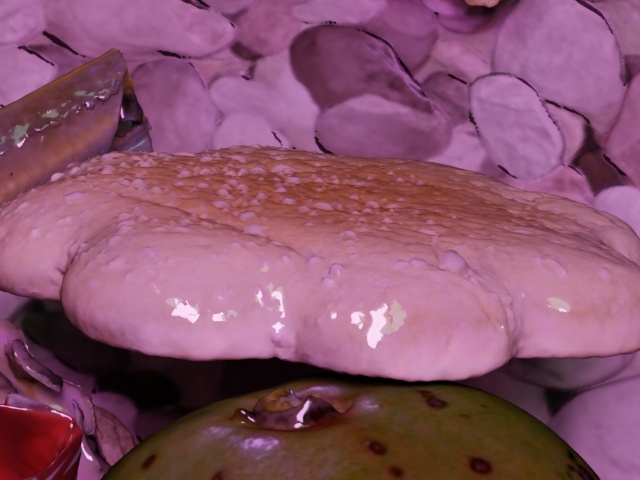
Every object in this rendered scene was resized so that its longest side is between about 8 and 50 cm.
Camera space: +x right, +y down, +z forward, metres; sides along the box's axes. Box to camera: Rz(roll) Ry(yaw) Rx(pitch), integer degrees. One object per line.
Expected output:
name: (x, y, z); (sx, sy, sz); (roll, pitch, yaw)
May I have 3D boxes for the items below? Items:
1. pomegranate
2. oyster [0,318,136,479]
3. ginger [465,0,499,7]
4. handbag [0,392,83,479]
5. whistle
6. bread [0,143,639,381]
pomegranate: (0.018, 0.176, 0.697); (0.254, 0.270, 0.254); (-16, 27, 8)
oyster: (-0.161, 0.093, 0.809); (0.209, 0.072, 0.133); (12, 88, 12)
ginger: (0.074, -0.219, 1.016); (0.157, 0.102, 0.216); (33, 41, -9)
handbag: (-0.229, 0.150, 0.648); (0.298, 0.171, 0.151); (-16, 59, -17)
whistle: (-0.223, 0.003, 0.864); (0.326, 0.068, 0.057); (-32, 33, -24)
bread: (0.000, 0.000, 0.793); (0.316, 0.054, 0.316); (5, 14, -1)
